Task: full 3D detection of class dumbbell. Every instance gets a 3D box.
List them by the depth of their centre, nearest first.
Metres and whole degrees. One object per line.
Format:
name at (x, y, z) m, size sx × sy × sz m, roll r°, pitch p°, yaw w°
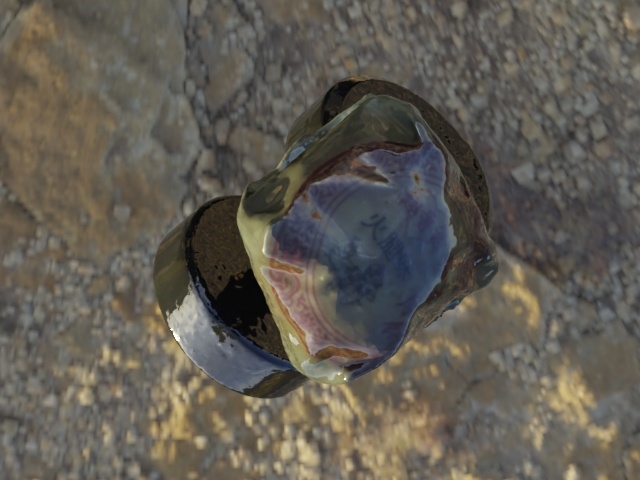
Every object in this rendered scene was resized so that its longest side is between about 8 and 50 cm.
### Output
dumbbell at (0.000, 0.000, 1.139) m, size 0.152 × 0.152 × 0.218 m, roll 35°, pitch 129°, yaw -20°

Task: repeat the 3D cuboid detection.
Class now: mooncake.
mooncake at (0.026, 0.004, 0.847) m, size 0.130 × 0.073 × 0.125 m, roll -37°, pitch 117°, yaw -18°
